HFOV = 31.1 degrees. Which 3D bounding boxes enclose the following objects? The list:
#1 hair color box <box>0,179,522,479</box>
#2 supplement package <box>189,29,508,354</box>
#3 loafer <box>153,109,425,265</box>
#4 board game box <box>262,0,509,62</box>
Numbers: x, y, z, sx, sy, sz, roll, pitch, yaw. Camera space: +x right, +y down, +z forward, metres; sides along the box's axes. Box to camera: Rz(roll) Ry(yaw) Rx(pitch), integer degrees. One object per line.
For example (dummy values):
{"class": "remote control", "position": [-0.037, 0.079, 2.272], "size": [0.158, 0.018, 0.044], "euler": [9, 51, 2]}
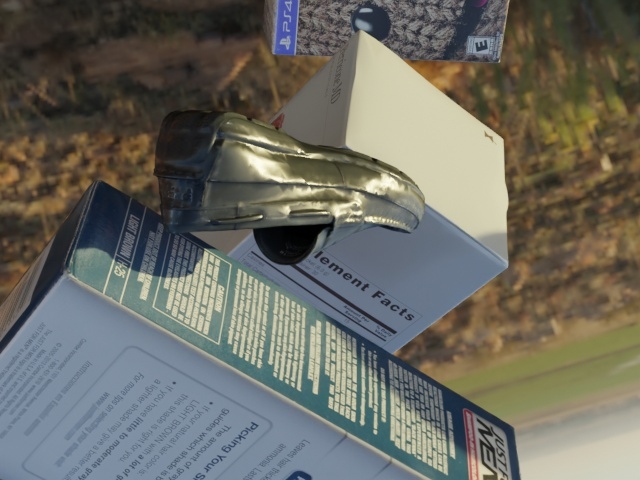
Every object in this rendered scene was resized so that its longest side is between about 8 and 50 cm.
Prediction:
{"class": "hair color box", "position": [-0.051, 0.128, 0.757], "size": [0.347, 0.105, 0.174], "euler": [33, 121, -19]}
{"class": "supplement package", "position": [0.000, 0.000, 1.001], "size": [0.175, 0.177, 0.293], "euler": [35, 125, -20]}
{"class": "loafer", "position": [-0.015, -0.023, 0.708], "size": [0.076, 0.078, 0.223], "euler": [8, 178, 40]}
{"class": "board game box", "position": [0.083, -0.355, 1.428], "size": [0.291, 0.232, 0.141], "euler": [0, -155, -9]}
